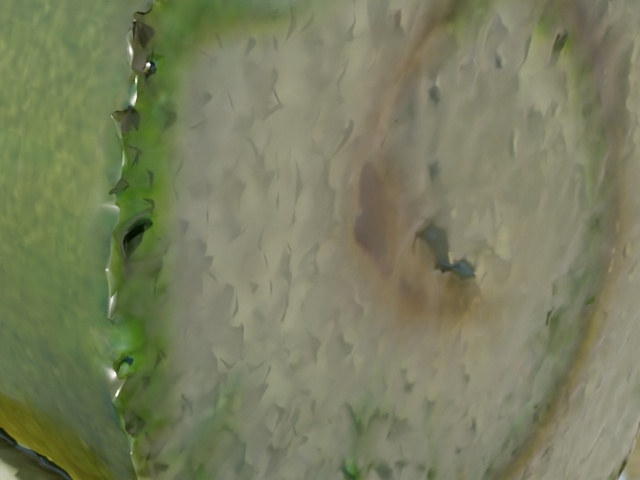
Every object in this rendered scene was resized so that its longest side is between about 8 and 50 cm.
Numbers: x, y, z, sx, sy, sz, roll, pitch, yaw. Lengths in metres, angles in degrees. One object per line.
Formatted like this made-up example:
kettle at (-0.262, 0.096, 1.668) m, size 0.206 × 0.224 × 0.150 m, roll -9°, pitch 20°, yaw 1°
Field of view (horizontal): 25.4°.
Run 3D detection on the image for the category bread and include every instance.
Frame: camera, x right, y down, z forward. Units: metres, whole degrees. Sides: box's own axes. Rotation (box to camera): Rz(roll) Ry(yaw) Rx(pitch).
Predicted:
bread at (0.000, 0.000, 0.461) m, size 0.129 × 0.382 × 0.366 m, roll 22°, pitch 155°, yaw 36°
